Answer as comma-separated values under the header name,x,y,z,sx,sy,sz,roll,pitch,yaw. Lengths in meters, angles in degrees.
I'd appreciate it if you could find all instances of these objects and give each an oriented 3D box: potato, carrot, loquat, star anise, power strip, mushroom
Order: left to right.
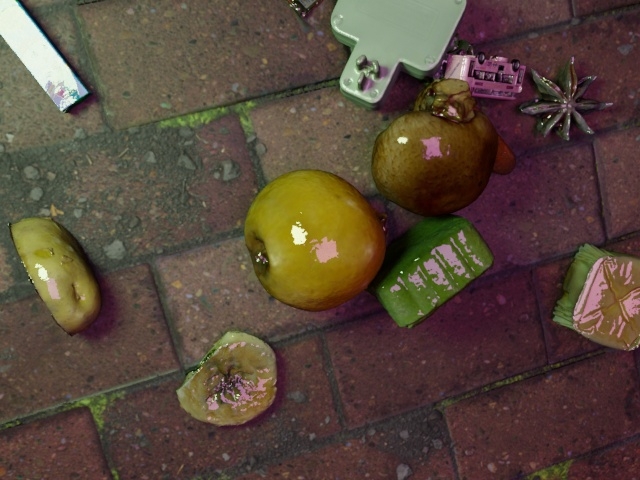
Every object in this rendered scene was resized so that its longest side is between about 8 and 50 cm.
name,x,y,z,sx,sy,sz,roll,pitch,yaw
potato,-0.483,0.060,1.235,0.098,0.138,0.243,-29,106,-11
loquat,0.000,0.000,1.260,0.274,0.275,0.275,-2,99,-11
power strip,0.125,-0.388,1.262,0.229,0.141,0.261,27,93,7
mushroom,0.223,-0.169,1.275,0.263,0.195,0.283,-12,125,-11
carrot,0.347,-0.206,1.387,0.060,0.060,0.186,-47,119,-1
star anise,0.516,-0.301,1.419,0.204,0.061,0.181,-24,102,-7

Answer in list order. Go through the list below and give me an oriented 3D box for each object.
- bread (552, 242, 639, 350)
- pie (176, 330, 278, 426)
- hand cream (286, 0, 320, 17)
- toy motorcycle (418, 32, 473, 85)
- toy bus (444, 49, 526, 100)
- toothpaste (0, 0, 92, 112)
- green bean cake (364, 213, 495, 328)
name,x,y,z,sx,sy,sz,roll,pitch,yaw
bread,0.645,0.124,1.491,0.192,0.110,0.210,17,95,-7
pie,-0.179,0.295,1.379,0.185,0.052,0.218,38,92,-20
hand cream,0.001,-0.511,1.297,0.163,0.039,0.062,-42,106,3
toy motorcycle,0.261,-0.345,1.361,0.106,0.074,0.190,6,98,-21
toy bus,0.330,-0.330,1.334,0.203,0.063,0.090,-6,111,-39
toothpaste,-0.526,-0.357,1.202,0.065,0.050,0.267,-36,103,-1
green bean cake,0.207,0.056,1.333,0.248,0.222,0.125,-35,102,0
